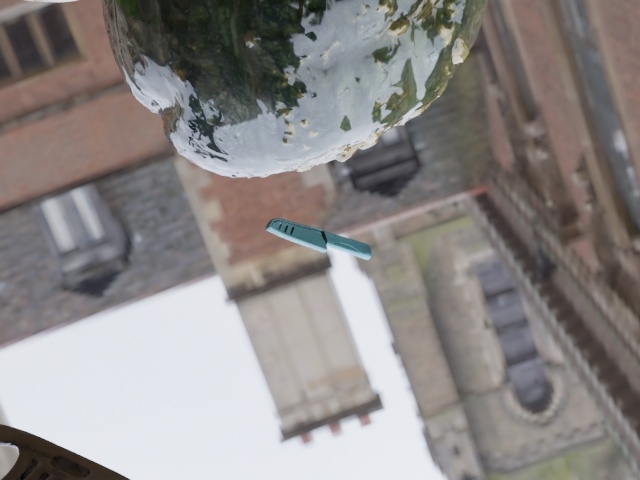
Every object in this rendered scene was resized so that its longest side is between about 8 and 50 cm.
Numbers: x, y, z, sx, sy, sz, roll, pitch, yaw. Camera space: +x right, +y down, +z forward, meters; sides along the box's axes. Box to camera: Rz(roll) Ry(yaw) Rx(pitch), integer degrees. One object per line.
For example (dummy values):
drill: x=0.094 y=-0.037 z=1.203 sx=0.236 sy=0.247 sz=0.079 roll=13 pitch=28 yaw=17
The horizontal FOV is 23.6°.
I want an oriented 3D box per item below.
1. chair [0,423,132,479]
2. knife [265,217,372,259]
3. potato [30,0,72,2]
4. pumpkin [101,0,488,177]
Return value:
chair: x=-0.291 y=0.189 z=1.164 sx=0.176 sy=0.183 sz=0.326 roll=18 pitch=-144 yaw=27
knife: x=0.000 y=0.000 z=0.841 sx=0.005 sy=0.014 sz=0.091 roll=-26 pitch=153 yaw=32
potato: x=-0.235 y=-0.255 z=1.318 sx=0.147 sy=0.112 sz=0.112 roll=0 pitch=-154 yaw=29
pumpkin: x=-0.016 y=-0.199 z=1.116 sx=0.292 sy=0.257 sz=0.327 roll=-10 pitch=-138 yaw=-4
